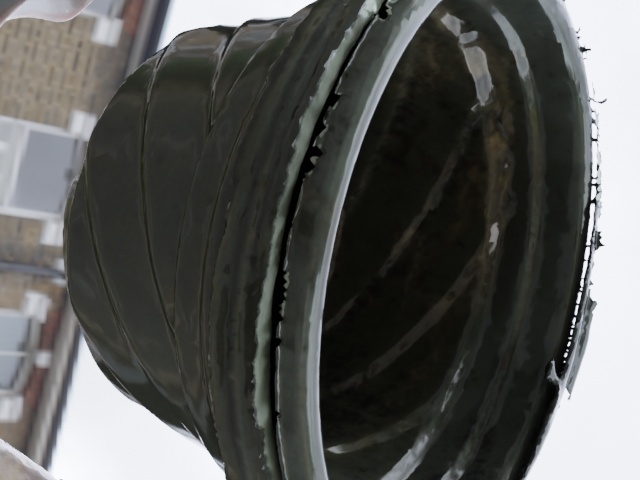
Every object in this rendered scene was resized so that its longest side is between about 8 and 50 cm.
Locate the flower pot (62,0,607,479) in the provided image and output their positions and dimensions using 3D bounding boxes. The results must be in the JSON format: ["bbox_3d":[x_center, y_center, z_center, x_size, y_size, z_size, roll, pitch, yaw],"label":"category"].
[{"bbox_3d":[0.000,0.000,0.478,0.140,0.235,0.235,13,-87,33],"label":"flower pot"}]

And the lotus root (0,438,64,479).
[{"bbox_3d":[-0.155,0.154,0.599,0.122,0.081,0.112,-43,-147,36],"label":"lotus root"}]

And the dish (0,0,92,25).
[{"bbox_3d":[-0.116,-0.203,0.806,0.212,0.151,0.077,-22,-81,16],"label":"dish"}]
